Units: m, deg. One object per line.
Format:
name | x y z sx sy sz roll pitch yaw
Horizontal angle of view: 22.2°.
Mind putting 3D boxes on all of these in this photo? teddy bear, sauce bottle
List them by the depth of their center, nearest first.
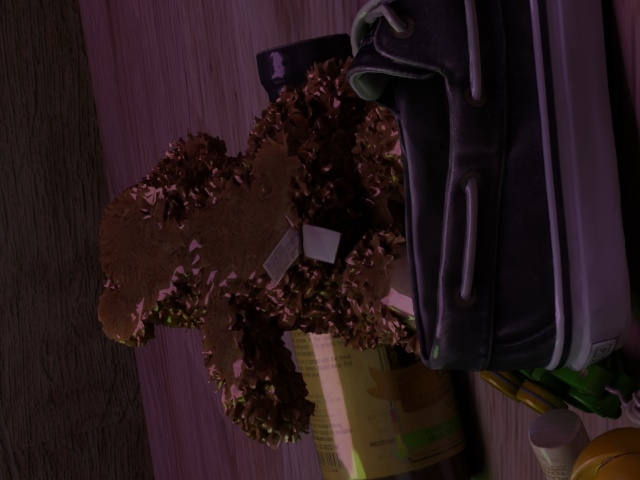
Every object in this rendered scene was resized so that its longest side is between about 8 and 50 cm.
teddy bear | 0.000 0.000 1.032 0.338 0.113 0.245 -29 63 39
sauce bottle | 0.023 0.026 1.171 0.111 0.111 0.344 -175 71 -75

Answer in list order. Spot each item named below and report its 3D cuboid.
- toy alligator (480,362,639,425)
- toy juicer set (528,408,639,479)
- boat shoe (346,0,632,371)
toy alligator | 0.144 0.077 0.892 0.051 0.056 0.189 35 176 -28
toy juicer set | 0.151 0.181 0.767 0.209 0.089 0.329 60 171 -14
boat shoe | 0.073 -0.095 0.831 0.121 0.119 0.335 136 125 -75
